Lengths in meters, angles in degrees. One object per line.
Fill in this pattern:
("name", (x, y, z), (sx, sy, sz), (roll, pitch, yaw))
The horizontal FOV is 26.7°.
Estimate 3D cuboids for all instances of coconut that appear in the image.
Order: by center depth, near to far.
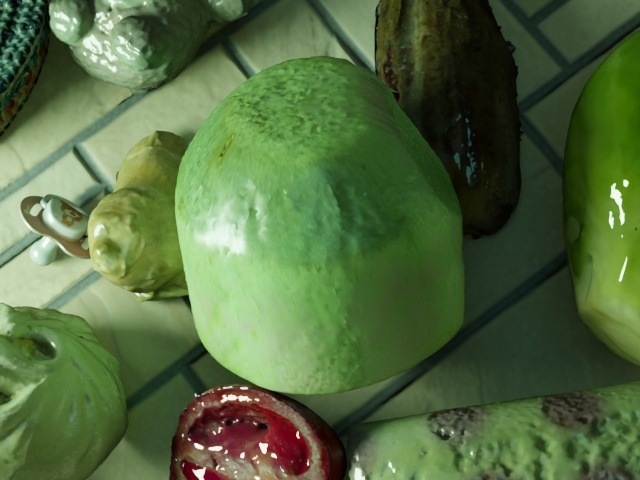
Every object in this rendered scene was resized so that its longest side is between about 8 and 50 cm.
("coconut", (0.000, 0.000, 1.306), (0.281, 0.328, 0.328), (-30, 74, -22))

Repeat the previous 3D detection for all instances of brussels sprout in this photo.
("brussels sprout", (0.375, -0.058, 1.291), (0.315, 0.276, 0.371), (45, 73, -1))

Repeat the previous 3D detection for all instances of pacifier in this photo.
("pacifier", (-0.284, -0.006, 1.448), (0.099, 0.081, 0.078), (33, 115, -8))

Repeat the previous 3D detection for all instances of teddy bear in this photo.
("teddy bear", (-0.173, -0.292, 1.464), (0.236, 0.151, 0.267), (24, 83, 17))

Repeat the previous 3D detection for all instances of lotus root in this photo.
("lotus root", (0.135, -0.167, 1.441), (0.167, 0.078, 0.329), (-6, 75, 2))

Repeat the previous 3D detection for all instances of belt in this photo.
("belt", (-0.410, -0.207, 1.461), (0.207, 0.160, 0.295), (18, 79, -8))

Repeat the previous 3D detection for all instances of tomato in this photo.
("tomato", (-0.054, 0.216, 1.331), (0.173, 0.099, 0.189), (28, 114, 20))

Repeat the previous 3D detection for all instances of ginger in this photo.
("ginger", (-0.190, -0.037, 1.419), (0.115, 0.122, 0.193), (-14, 68, 22))

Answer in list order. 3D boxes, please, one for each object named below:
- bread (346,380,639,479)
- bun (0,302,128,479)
("bread", (0.200, 0.240, 1.286), (0.338, 0.155, 0.187), (-8, 70, 3))
("bun", (-0.292, 0.139, 1.324), (0.231, 0.133, 0.231), (19, 40, -17))
